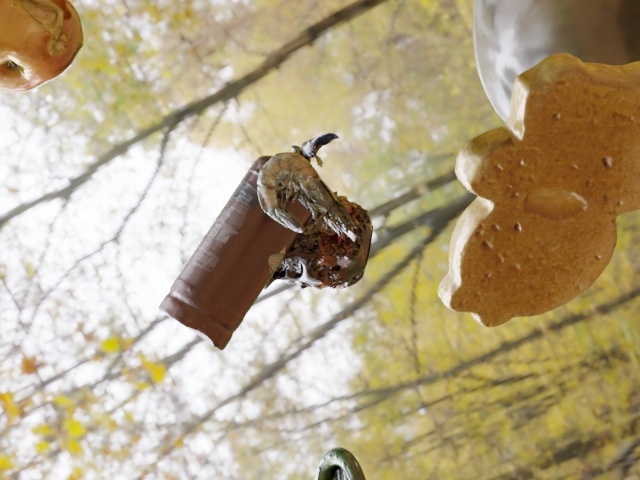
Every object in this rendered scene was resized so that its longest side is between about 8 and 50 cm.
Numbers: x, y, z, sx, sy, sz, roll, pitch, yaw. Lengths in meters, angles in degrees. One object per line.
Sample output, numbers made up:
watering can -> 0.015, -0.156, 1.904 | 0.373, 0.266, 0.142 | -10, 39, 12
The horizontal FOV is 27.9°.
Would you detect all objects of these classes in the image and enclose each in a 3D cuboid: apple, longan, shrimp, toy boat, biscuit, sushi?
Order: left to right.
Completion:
apple -> -0.478, -0.322, 2.048 | 0.199, 0.199, 0.199 | 50, -156, -33
shrimp -> -0.019, -0.045, 1.694 | 0.161, 0.091, 0.034 | 45, 171, 12
sushi -> 0.000, 0.000, 1.974 | 0.172, 0.151, 0.153 | -82, 4, -57
toy boat -> 0.028, 0.394, 1.799 | 0.052, 0.104, 0.210 | 17, -115, -43
biscuit -> 0.166, -0.031, 0.927 | 0.166, 0.225, 0.036 | 1, -145, -20
longan -> 0.373, -0.298, 1.809 | 0.361, 0.361, 0.361 | 50, -156, -33

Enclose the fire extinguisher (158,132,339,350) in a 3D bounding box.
fire extinguisher -> -0.089, -0.012, 1.817 | 0.114, 0.337, 0.135 | 35, 175, -24
